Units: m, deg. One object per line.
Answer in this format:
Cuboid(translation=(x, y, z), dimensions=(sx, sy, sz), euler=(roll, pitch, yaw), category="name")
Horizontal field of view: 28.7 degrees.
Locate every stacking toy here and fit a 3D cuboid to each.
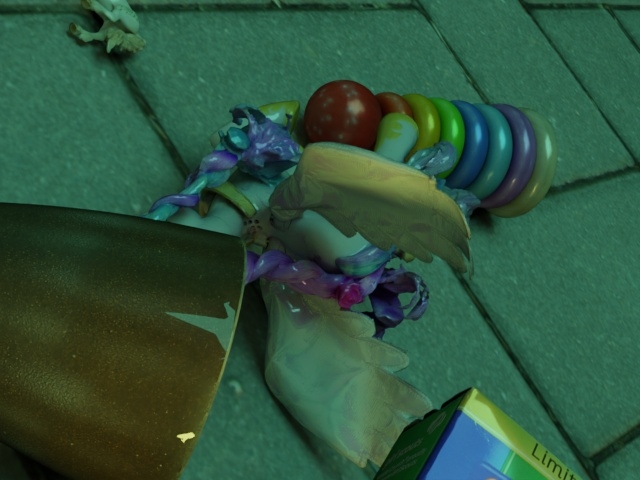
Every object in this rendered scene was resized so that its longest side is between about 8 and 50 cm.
Cuboid(translation=(0.121, -0.122, 1.490), dimensions=(0.330, 0.141, 0.141), euler=(11, 49, -34), category="stacking toy")

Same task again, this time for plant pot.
Cuboid(translation=(-0.199, 0.060, 0.902), dimensions=(0.230, 0.215, 0.215), euler=(20, 41, -15), category="plant pot")

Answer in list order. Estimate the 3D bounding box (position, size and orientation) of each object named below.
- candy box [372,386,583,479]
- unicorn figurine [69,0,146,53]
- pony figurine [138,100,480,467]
Cuboid(translation=(0.106, 0.306, 0.817), dimensions=(0.268, 0.122, 0.317), euler=(39, 54, -6), category="candy box")
Cuboid(translation=(-0.225, -0.260, 1.300), dimensions=(0.111, 0.060, 0.161), euler=(-6, 78, -51), category="unicorn figurine")
Cuboid(translation=(0.000, 0.000, 1.144), dimensions=(0.351, 0.302, 0.363), euler=(23, 32, 20), category="pony figurine")
